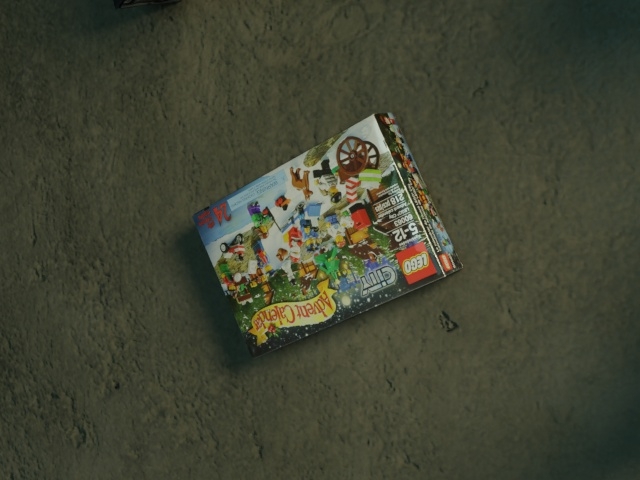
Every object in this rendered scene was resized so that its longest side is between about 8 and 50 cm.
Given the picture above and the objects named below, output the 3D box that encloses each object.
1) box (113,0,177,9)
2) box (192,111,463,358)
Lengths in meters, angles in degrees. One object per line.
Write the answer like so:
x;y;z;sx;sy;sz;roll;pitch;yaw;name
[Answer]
-0.139;-0.365;0.833;0.307;0.077;0.242;-8;95;66;box
0.000;0.000;0.918;0.233;0.044;0.159;-27;84;31;box
